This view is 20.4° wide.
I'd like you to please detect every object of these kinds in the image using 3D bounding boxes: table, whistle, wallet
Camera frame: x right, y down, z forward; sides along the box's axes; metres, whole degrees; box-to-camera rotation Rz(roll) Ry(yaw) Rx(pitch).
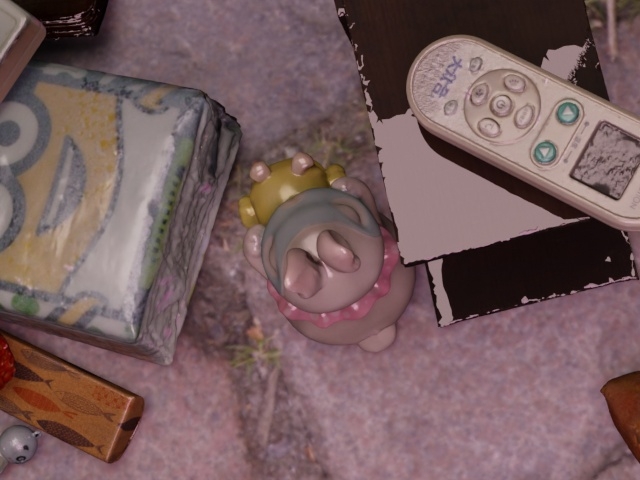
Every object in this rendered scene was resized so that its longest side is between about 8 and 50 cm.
[{"bbox_3d":[0.133,-0.103,1.443,0.196,0.250,0.282,-14,74,6],"label":"table"},{"bbox_3d":[-0.290,0.192,1.567,0.100,0.035,0.035,-28,71,6],"label":"whistle"},{"bbox_3d":[-0.310,-0.229,1.663,0.232,0.031,0.122,-3,43,10],"label":"wallet"}]

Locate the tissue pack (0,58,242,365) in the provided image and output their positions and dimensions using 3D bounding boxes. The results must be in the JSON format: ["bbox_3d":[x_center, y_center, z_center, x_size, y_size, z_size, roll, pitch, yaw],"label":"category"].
[{"bbox_3d":[-0.252,-0.040,1.575,0.311,0.128,0.228,13,78,17],"label":"tissue pack"}]

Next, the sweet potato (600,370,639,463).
[{"bbox_3d":[0.384,0.216,1.380,0.385,0.109,0.109,37,85,18],"label":"sweet potato"}]

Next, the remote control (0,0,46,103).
[{"bbox_3d":[-0.383,-0.078,1.523,0.145,0.050,0.344,31,87,20],"label":"remote control"}]

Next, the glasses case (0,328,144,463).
[{"bbox_3d":[-0.240,0.133,1.570,0.170,0.041,0.064,23,94,17],"label":"glasses case"}]

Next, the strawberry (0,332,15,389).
[{"bbox_3d":[-0.318,0.077,1.522,0.104,0.152,0.048,0,37,42],"label":"strawberry"}]

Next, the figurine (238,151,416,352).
[{"bbox_3d":[0.000,0.000,1.449,0.127,0.235,0.155,-16,72,7],"label":"figurine"}]

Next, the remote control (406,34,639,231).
[{"bbox_3d":[0.163,-0.077,1.280,0.221,0.042,0.078,29,84,16],"label":"remote control"}]
